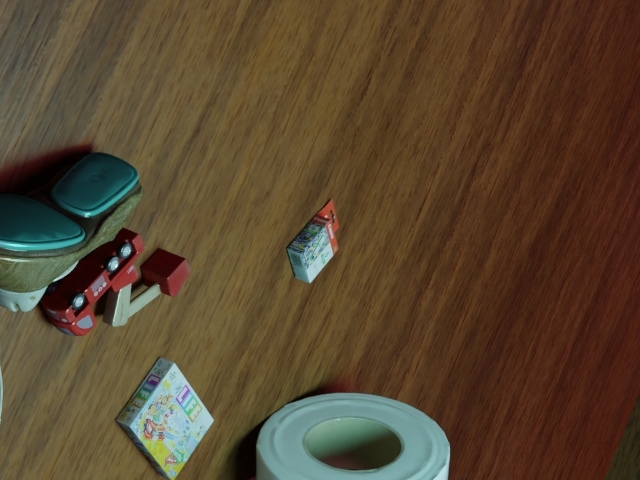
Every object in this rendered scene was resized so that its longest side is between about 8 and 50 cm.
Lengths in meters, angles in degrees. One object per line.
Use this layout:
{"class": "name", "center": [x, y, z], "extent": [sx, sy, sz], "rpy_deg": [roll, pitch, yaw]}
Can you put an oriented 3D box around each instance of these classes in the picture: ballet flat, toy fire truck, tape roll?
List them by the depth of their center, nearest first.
{"class": "ballet flat", "center": [-0.295, 0.003, 1.538], "extent": [0.124, 0.116, 0.342], "rpy_deg": [-66, 173, 22]}
{"class": "toy fire truck", "center": [-0.243, 0.056, 1.745], "extent": [0.192, 0.047, 0.135], "rpy_deg": [-50, 145, -29]}
{"class": "tape roll", "center": [0.047, 0.337, 2.132], "extent": [0.286, 0.286, 0.100], "rpy_deg": [-29, 130, -48]}

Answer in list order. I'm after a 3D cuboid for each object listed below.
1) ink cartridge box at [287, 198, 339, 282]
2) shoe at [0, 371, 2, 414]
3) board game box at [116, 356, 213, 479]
{"class": "ink cartridge box", "center": [0.000, 0.000, 2.116], "extent": [0.115, 0.029, 0.063], "rpy_deg": [-49, 143, -31]}
{"class": "shoe", "center": [-0.384, 0.179, 1.579], "extent": [0.076, 0.058, 0.219], "rpy_deg": [-15, 119, -54]}
{"class": "board game box", "center": [-0.203, 0.238, 1.930], "extent": [0.103, 0.026, 0.154], "rpy_deg": [-57, 146, -23]}
